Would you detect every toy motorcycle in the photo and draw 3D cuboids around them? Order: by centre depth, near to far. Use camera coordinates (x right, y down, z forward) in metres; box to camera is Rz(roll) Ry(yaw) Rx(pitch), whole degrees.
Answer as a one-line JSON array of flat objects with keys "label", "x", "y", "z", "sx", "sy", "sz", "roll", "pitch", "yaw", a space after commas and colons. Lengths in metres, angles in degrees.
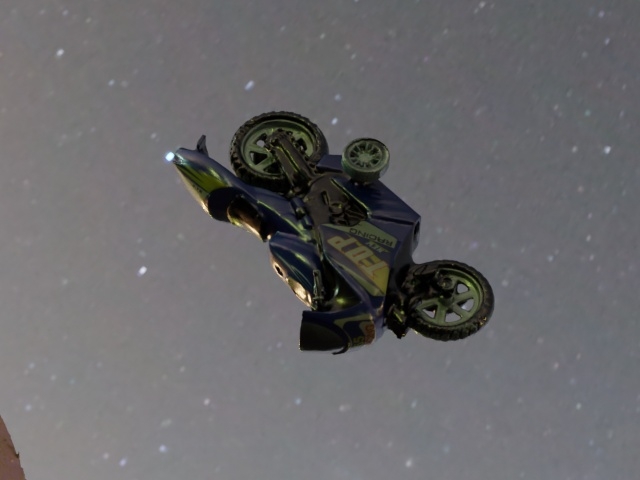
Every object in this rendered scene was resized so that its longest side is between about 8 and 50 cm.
[{"label": "toy motorcycle", "x": 0.000, "y": 0.000, "z": 1.176, "sx": 0.315, "sy": 0.169, "sz": 0.113, "roll": 43, "pitch": -26, "yaw": 27}]

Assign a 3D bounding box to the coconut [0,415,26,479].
[{"label": "coconut", "x": -0.349, "y": 0.174, "z": 1.043, "sx": 0.233, "sy": 0.233, "sz": 0.245, "roll": -2, "pitch": -54, "yaw": 29}]
